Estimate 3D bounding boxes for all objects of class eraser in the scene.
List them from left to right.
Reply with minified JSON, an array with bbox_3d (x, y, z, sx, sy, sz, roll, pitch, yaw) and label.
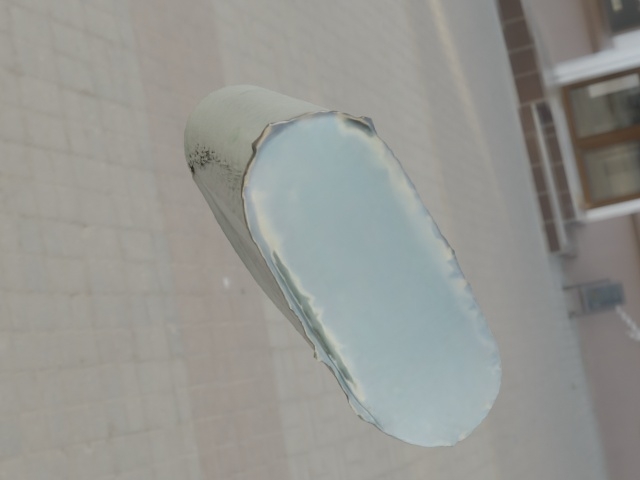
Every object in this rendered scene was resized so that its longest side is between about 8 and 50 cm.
[{"bbox_3d":[0.000,0.000,0.620,0.174,0.081,0.227,61,-5,-16],"label":"eraser"}]
